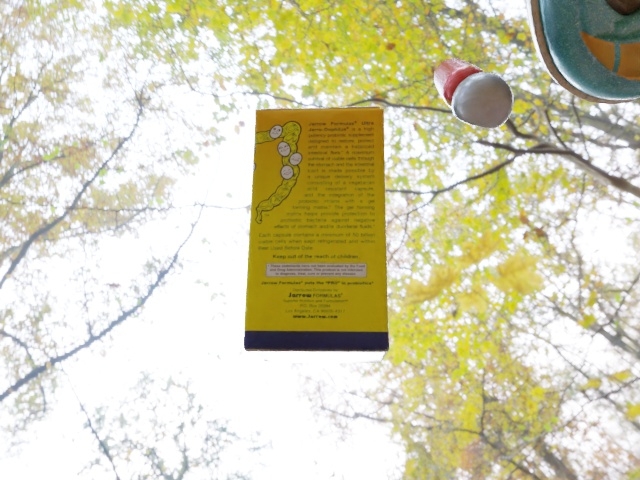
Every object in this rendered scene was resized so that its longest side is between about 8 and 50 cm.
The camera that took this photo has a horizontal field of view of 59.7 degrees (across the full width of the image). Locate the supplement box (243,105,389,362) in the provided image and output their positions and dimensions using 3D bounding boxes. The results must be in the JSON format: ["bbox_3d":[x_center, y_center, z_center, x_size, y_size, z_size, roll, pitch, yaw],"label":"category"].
[{"bbox_3d":[0.000,0.000,0.853,0.195,0.356,0.194,0,-17,3],"label":"supplement box"}]

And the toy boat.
[{"bbox_3d":[0.286,-0.238,0.644,0.318,0.148,0.267,-30,-59,10],"label":"toy boat"}]
